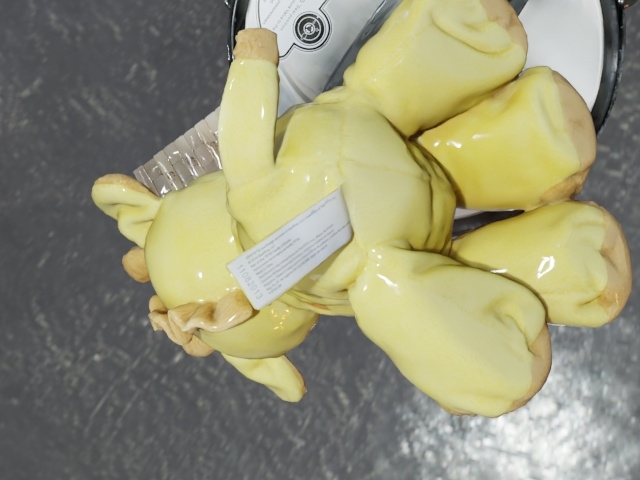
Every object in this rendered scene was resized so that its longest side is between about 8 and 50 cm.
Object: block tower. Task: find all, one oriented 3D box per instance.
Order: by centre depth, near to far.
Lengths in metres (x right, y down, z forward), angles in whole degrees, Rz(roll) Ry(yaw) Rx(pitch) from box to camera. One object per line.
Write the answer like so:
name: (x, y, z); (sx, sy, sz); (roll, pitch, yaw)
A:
block tower: (-0.083, -0.128, 1.749); (0.335, 0.091, 0.097); (-37, 62, 9)

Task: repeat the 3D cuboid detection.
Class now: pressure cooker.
pressure cooker: (0.107, -0.198, 1.310); (0.376, 0.420, 0.369); (-4, 103, 8)

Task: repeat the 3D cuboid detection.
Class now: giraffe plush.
giraffe plush: (0.000, 0.000, 0.593); (0.170, 0.210, 0.181); (-22, 84, 52)
